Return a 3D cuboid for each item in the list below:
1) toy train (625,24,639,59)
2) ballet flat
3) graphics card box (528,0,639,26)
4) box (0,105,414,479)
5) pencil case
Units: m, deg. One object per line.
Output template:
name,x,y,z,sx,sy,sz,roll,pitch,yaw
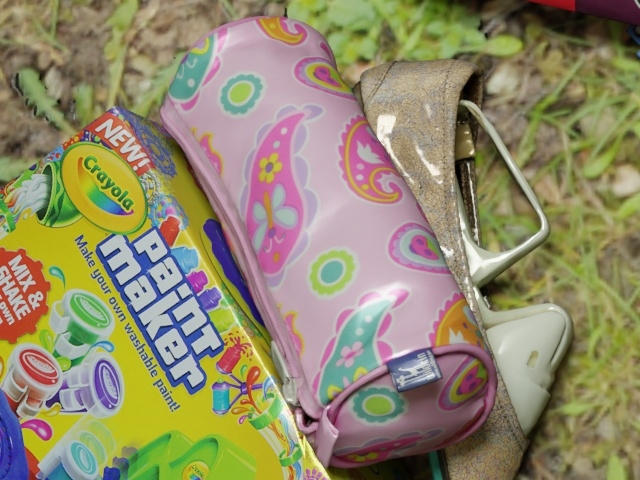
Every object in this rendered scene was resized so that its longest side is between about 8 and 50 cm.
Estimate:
toy train,0.243,-0.091,1.226,0.036,0.027,0.158,-48,70,20
ballet flat,0.096,0.029,1.226,0.106,0.107,0.316,-14,79,8
graphics card box,0.221,-0.234,1.151,0.371,0.094,0.232,16,133,20
box,-0.134,0.121,1.259,0.279,0.177,0.290,-35,73,12
pencil case,0.000,0.000,1.159,0.124,0.124,0.284,-34,56,13
